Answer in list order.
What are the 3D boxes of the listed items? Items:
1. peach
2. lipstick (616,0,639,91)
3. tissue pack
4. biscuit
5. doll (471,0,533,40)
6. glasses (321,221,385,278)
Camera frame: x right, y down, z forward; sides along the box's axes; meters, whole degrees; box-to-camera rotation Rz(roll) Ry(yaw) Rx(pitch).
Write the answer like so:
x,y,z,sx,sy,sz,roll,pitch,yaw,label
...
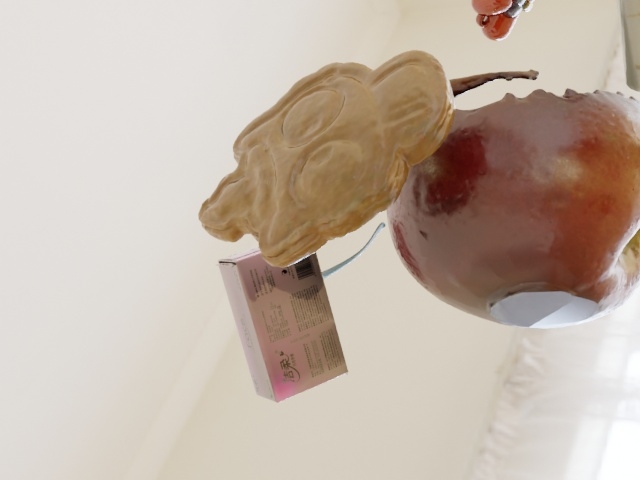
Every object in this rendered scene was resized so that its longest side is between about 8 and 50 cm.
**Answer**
x,y,z,sx,sy,sz,roll,pitch,yaw,label
0.286,-0.039,1.403,0.335,0.405,0.310,63,-149,-63,peach
0.351,-0.282,1.113,0.059,0.059,0.264,-59,-38,-37,lipstick
-0.064,0.126,1.691,0.148,0.092,0.246,-19,-81,-26,tissue pack
-0.004,-0.114,1.287,0.051,0.376,0.269,43,-157,-43,biscuit
0.365,-0.517,1.919,0.161,0.130,0.290,3,-61,-38,doll
-0.008,-0.019,1.928,0.220,0.190,0.088,-38,-41,-5,glasses
